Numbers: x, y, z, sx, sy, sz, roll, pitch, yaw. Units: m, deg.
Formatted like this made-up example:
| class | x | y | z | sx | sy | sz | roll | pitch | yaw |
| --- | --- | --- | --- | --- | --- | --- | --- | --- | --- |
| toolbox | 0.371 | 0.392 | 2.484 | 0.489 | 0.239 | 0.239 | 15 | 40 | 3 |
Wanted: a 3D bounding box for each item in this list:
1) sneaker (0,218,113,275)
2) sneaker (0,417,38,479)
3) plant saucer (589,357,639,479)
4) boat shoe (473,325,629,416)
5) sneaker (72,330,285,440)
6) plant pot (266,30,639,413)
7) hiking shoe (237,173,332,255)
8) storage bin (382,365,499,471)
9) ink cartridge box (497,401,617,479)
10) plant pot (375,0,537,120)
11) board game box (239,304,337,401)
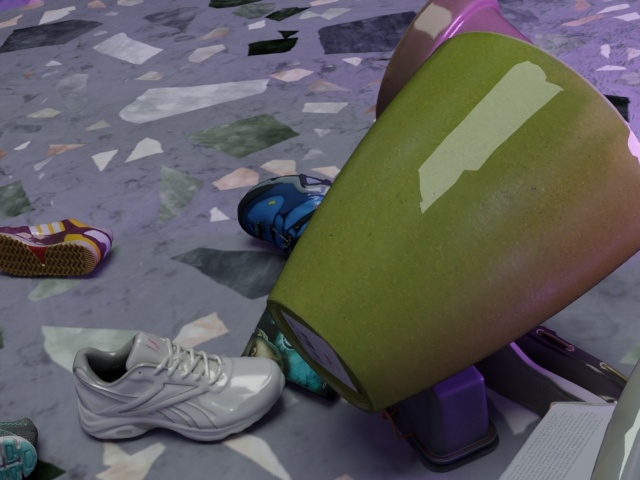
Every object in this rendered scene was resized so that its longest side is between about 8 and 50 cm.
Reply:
| class | x | y | z | sx | sy | sz | roll | pitch | yaw |
| --- | --- | --- | --- | --- | --- | --- | --- | --- | --- |
| sneaker | -0.389 | 0.006 | 1.133 | 0.186 | 0.069 | 0.084 | 7 | 29 | 11 |
| sneaker | -0.374 | 0.225 | 0.832 | 0.167 | 0.065 | 0.076 | -6 | 19 | -3 |
| plant saucer | 0.295 | 0.202 | 0.419 | 0.400 | 0.400 | 0.100 | -33 | 16 | -31 |
| boat shoe | 0.225 | 0.128 | 0.818 | 0.069 | 0.081 | 0.228 | -29 | 47 | -30 |
| sneaker | -0.156 | 0.146 | 0.835 | 0.232 | 0.115 | 0.090 | -7 | 35 | 2 |
| plant pot | 0.102 | 0.008 | 0.729 | 0.293 | 0.274 | 0.275 | -42 | 45 | -16 |
| hiking shoe | 0.000 | 0.000 | 1.011 | 0.304 | 0.113 | 0.132 | 15 | 43 | 31 |
| storage bin | 0.109 | 0.149 | 0.798 | 0.098 | 0.091 | 0.135 | -19 | 36 | -15 |
| ink cartridge box | 0.182 | 0.302 | 0.489 | 0.309 | 0.271 | 0.130 | -38 | 14 | -37 |
| plant pot | 0.246 | -0.217 | 1.185 | 0.229 | 0.263 | 0.263 | 35 | 51 | 21 |
| board game box | 0.001 | 0.075 | 0.904 | 0.126 | 0.026 | 0.186 | 18 | 73 | 33 |
